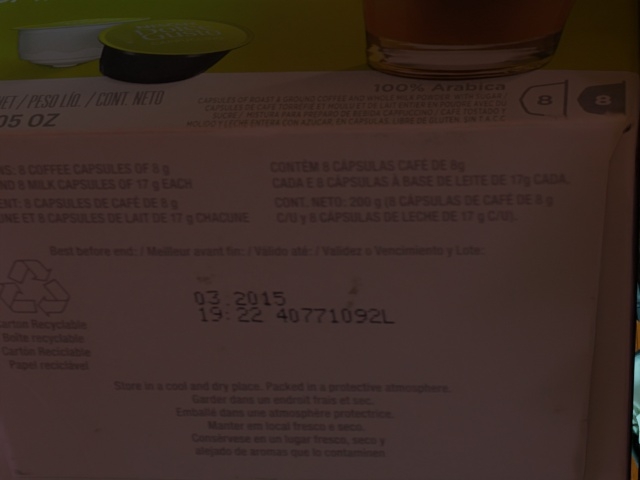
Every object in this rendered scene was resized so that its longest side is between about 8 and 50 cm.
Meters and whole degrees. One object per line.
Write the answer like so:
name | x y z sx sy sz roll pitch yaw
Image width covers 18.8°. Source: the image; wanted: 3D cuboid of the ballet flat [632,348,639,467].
ballet flat | 0.292 0.151 1.593 0.096 0.095 0.280 48 -166 -30

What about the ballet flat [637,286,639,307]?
ballet flat | 0.229 0.018 1.408 0.173 0.049 0.057 -153 83 -76

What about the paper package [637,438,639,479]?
paper package | 0.241 0.116 0.828 0.309 0.168 0.324 -92 -1 -51

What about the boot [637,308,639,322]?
boot | 0.296 0.044 1.384 0.229 0.091 0.263 -106 13 -47

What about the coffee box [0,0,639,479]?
coffee box | 0.000 0.000 1.039 0.334 0.338 0.338 -76 -16 -56

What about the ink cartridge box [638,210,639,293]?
ink cartridge box | 0.248 -0.120 1.157 0.272 0.130 0.309 85 -178 -55
